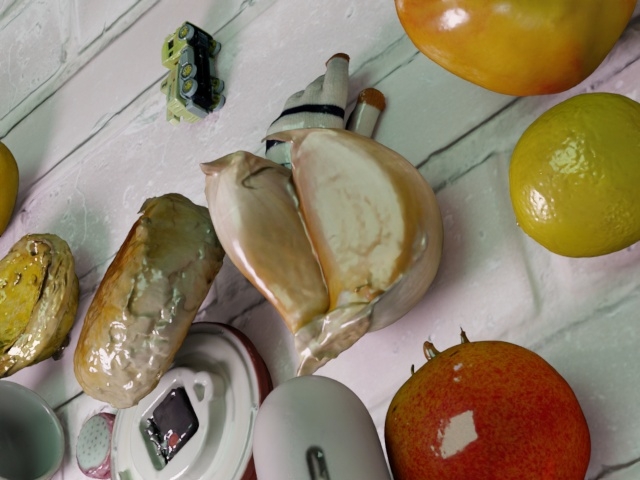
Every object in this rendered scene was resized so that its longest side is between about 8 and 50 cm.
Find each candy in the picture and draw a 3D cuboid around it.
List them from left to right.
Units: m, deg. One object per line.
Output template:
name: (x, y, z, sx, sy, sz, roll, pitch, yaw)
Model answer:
candy: (-0.332, 0.314, 2.036, 0.103, 0.043, 0.103, -20, 60, 39)

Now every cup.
cup: (-0.565, 0.328, 2.151, 0.234, 0.186, 0.258, -40, 67, 34)

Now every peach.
peach: (0.228, -0.316, 1.597, 0.308, 0.289, 0.289, 171, 118, -74)

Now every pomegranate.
pomegranate: (0.170, 0.206, 1.445, 0.221, 0.221, 0.257, -49, 37, 18)

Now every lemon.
lemon: (0.296, -0.070, 1.470, 0.203, 0.178, 0.178, -34, 49, 32)

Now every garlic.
garlic: (0.000, 0.000, 1.707, 0.313, 0.249, 0.286, 64, 144, 26)

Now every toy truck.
toy truck: (-0.219, -0.265, 2.177, 0.100, 0.077, 0.169, -29, 53, 32)

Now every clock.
clock: (-0.193, 0.266, 1.887, 0.318, 0.080, 0.318, -23, 56, 38)

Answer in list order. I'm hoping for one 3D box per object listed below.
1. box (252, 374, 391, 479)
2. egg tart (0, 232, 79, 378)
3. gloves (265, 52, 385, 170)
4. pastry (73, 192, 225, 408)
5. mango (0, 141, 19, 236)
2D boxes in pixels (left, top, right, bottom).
box: (0.024, 0.328, 1.455, 0.141, 0.349, 0.289, -15, 53, -1)
egg tart: (-0.494, 0.127, 2.255, 0.291, 0.107, 0.291, -27, 48, 35)
gloves: (-0.003, -0.163, 1.867, 0.140, 0.131, 0.219, 1, 81, 44)
pastry: (-0.236, 0.077, 1.835, 0.329, 0.136, 0.329, -60, 8, 15)
mango: (-0.692, -0.062, 2.477, 0.384, 0.199, 0.221, -34, 48, 29)
